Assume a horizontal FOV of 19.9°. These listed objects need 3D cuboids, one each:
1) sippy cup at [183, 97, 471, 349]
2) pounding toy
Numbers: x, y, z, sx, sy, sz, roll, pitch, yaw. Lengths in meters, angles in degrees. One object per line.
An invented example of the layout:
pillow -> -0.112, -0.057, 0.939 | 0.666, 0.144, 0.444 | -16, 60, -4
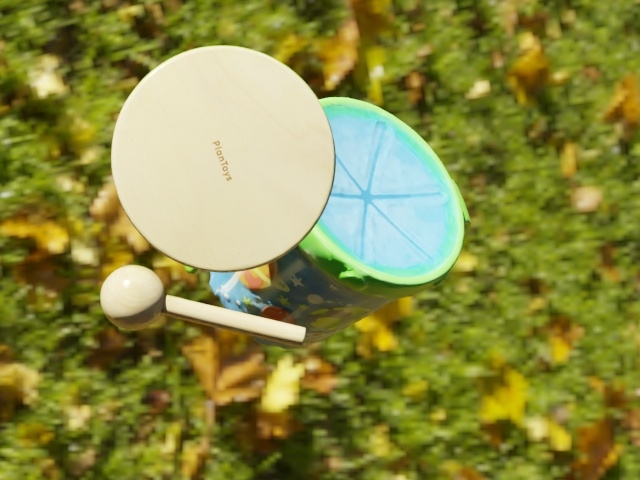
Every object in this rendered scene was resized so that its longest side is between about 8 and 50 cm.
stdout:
sippy cup -> 0.000, 0.000, 1.978 | 0.305, 0.224, 0.240 | 32, 46, -15
pounding toy -> -0.090, -0.038, 1.505 | 0.183, 0.110, 0.236 | 8, 87, -13
